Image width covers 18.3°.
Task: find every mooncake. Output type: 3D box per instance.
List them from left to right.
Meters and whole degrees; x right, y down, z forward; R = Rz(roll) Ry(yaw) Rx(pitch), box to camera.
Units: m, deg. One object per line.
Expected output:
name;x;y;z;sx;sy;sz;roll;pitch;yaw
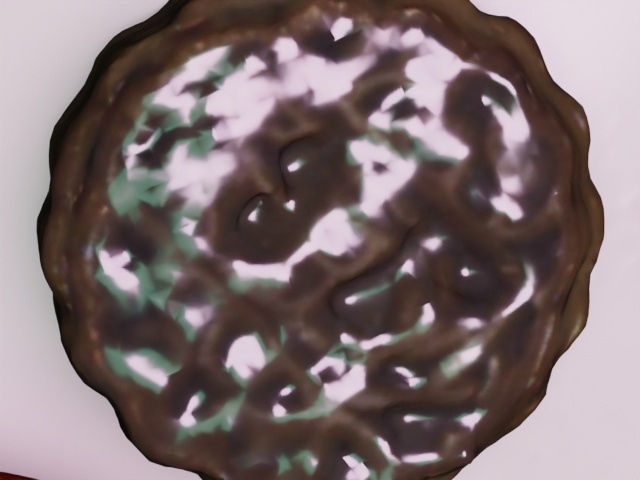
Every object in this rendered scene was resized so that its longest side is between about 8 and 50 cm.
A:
mooncake;0.000;0.000;0.781;0.228;0.124;0.228;0;99;-3

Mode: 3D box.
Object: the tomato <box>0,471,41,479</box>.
tomato;-0.141;0.228;0.745;0.270;0.222;0.270;-9;113;-23
